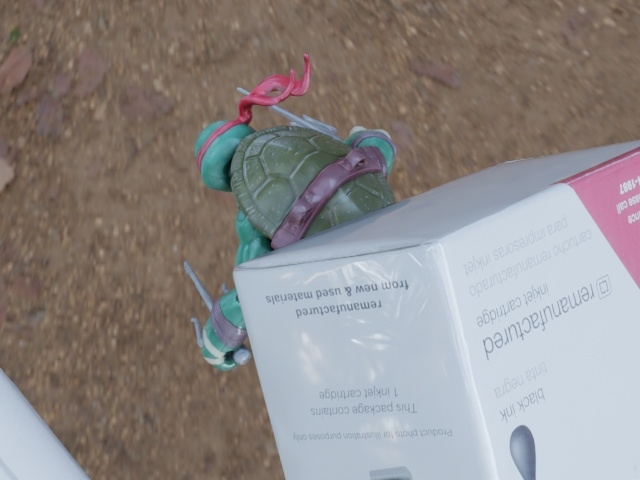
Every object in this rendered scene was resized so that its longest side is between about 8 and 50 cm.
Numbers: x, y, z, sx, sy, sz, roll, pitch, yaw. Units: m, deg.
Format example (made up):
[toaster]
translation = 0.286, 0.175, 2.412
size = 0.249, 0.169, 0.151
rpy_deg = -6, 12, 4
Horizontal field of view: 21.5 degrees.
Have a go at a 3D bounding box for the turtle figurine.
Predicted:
[turtle figurine]
translation = 0.000, 0.000, 0.921
size = 0.234, 0.118, 0.175
rpy_deg = 38, 74, 20

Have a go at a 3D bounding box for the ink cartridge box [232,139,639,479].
[ink cartridge box]
translation = 0.099, 0.114, 0.752
size = 0.117, 0.207, 0.283
rpy_deg = -8, 100, 42

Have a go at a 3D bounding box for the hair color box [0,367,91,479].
[hair color box]
translation = -0.135, 0.128, 0.448
size = 0.105, 0.174, 0.347
rpy_deg = -7, 126, 43
